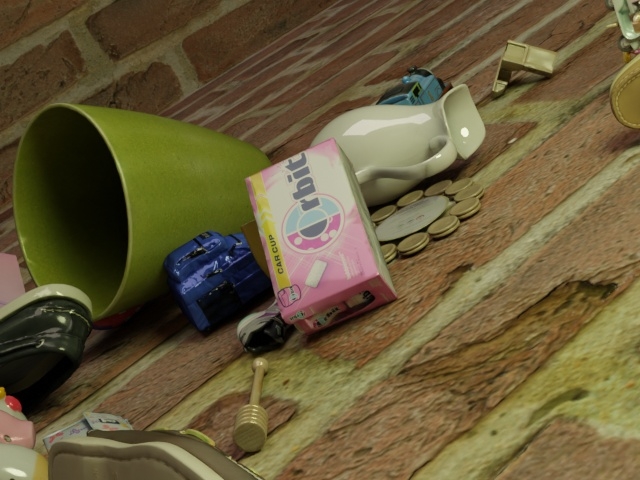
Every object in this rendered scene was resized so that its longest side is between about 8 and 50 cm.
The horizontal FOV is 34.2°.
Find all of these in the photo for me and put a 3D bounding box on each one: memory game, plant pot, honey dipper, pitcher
[{"bbox_3d":[0.105,-0.021,1.206,0.186,0.012,0.186,-27,17,9],"label":"memory game"},{"bbox_3d":[-0.029,0.013,1.181,0.081,0.083,0.081,-24,-18,14],"label":"plant pot"},{"bbox_3d":[-0.061,0.147,0.968,0.031,0.030,0.160,-27,14,7],"label":"honey dipper"},{"bbox_3d":[0.084,-0.104,1.282,0.207,0.125,0.177,-16,19,26],"label":"pitcher"},{"bbox_3d":[-0.209,-0.051,1.380,0.294,0.274,0.275,-11,1,-44],"label":"plant pot"}]

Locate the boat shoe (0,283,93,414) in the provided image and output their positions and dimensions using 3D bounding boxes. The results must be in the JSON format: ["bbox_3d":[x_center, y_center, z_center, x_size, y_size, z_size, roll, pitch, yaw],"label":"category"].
[{"bbox_3d":[-0.408,0.187,1.244,0.340,0.127,0.113,-31,45,11],"label":"boat shoe"}]

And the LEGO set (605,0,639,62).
[{"bbox_3d":[0.446,-0.284,1.256,0.107,0.132,0.287,-2,24,38],"label":"LEGO set"}]

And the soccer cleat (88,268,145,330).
[{"bbox_3d":[-0.280,0.061,1.489,0.248,0.083,0.095,-72,8,-54],"label":"soccer cleat"}]

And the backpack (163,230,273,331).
[{"bbox_3d":[-0.117,0.038,1.237,0.120,0.101,0.098,-29,24,-13],"label":"backpack"}]

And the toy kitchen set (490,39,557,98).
[{"bbox_3d":[0.291,-0.234,1.502,0.083,0.075,0.068,76,-149,-76],"label":"toy kitchen set"}]

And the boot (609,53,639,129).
[{"bbox_3d":[0.384,-0.134,0.967,0.262,0.095,0.203,-12,25,31],"label":"boot"}]

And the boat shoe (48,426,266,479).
[{"bbox_3d":[-0.094,0.193,0.754,0.097,0.116,0.324,-6,1,-36],"label":"boat shoe"}]

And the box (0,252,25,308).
[{"bbox_3d":[-0.523,0.116,1.298,0.243,0.214,0.117,-44,52,29],"label":"box"}]

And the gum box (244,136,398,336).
[{"bbox_3d":[0.000,0.000,1.074,0.107,0.062,0.188,-24,57,11],"label":"gum box"}]

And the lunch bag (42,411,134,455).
[{"bbox_3d":[-0.224,0.201,1.021,0.083,0.053,0.071,-24,17,-16],"label":"lunch bag"}]

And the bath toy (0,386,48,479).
[{"bbox_3d":[-0.332,0.223,1.000,0.151,0.129,0.348,-31,17,-8],"label":"bath toy"}]

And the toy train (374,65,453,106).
[{"bbox_3d":[0.136,-0.176,1.437,0.080,0.105,0.184,-18,21,30],"label":"toy train"}]

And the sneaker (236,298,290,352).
[{"bbox_3d":[-0.041,0.088,1.091,0.098,0.038,0.069,-37,19,2],"label":"sneaker"}]
